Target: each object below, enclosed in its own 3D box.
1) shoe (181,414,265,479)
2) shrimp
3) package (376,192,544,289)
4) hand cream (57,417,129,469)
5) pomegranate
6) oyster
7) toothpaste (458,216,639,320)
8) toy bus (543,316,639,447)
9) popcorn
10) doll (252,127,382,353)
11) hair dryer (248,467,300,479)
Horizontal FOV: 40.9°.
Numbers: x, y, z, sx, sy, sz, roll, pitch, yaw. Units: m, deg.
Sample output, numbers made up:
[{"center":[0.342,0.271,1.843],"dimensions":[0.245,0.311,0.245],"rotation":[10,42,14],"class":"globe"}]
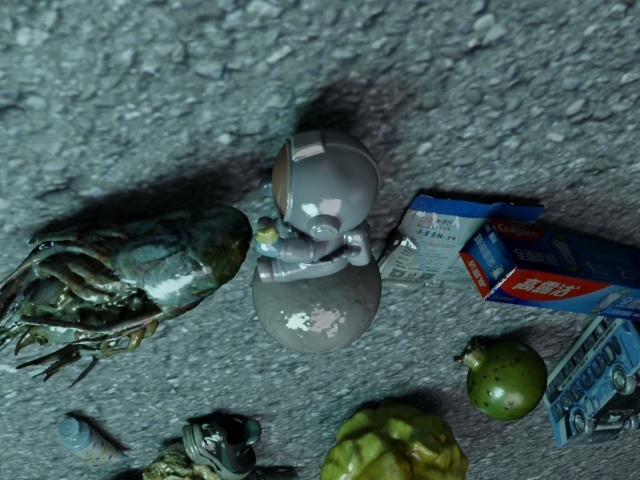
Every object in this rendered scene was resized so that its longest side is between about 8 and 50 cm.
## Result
[{"center":[-0.131,0.309,1.321],"dimensions":[0.099,0.071,0.169],"rotation":[-31,140,14],"class":"shoe"},{"center":[-0.244,0.042,0.870],"dimensions":[0.372,0.137,0.172],"rotation":[-25,119,9],"class":"shrimp"},{"center":[0.159,0.007,1.027],"dimensions":[0.171,0.027,0.173],"rotation":[5,138,-20],"class":"package"},{"center":[-0.339,0.305,1.265],"dimensions":[0.065,0.043,0.171],"rotation":[-16,147,-1],"class":"hand cream"},{"center":[0.269,0.198,1.258],"dimensions":[0.130,0.130,0.130],"rotation":[-8,145,-6],"class":"pomegranate"},{"center":[-0.175,0.373,1.359],"dimensions":[0.209,0.133,0.072],"rotation":[28,115,-11],"class":"oyster"},{"center":[0.313,0.041,1.053],"dimensions":[0.320,0.076,0.066],"rotation":[9,134,-34],"class":"toothpaste"},{"center":[0.442,0.206,1.299],"dimensions":[0.106,0.131,0.297],"rotation":[-2,142,-15],"class":"toy bus"},{"center":[0.116,0.384,1.378],"dimensions":[0.252,0.215,0.286],"rotation":[-39,141,24],"class":"popcorn"},{"center":[0.000,0.000,0.872],"dimensions":[0.150,0.151,0.287],"rotation":[-7,141,-9],"class":"doll"},{"center":[-0.210,0.468,1.497],"dimensions":[0.361,0.121,0.301],"rotation":[-12,154,-10],"class":"hair dryer"}]
